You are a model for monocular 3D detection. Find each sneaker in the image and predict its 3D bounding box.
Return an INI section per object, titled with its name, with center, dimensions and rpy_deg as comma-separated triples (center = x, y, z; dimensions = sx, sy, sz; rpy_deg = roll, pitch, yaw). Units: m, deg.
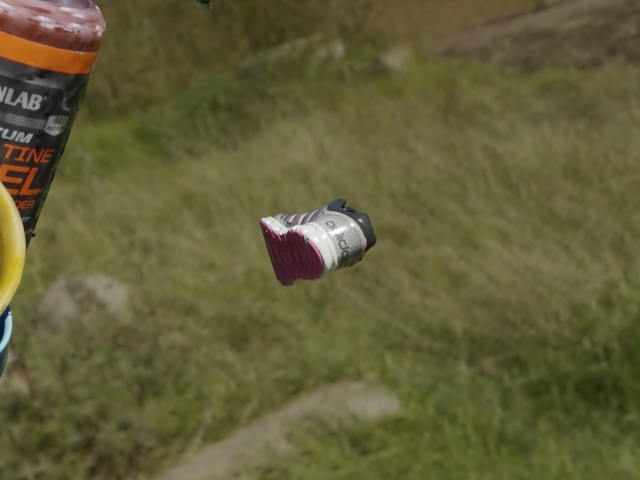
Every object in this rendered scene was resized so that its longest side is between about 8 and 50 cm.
[sneaker]
center = 0.000, 0.000, 1.561
dimensions = 0.074, 0.063, 0.170
rpy_deg = -21, 6, -17

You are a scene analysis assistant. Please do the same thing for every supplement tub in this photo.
[supplement tub]
center = -0.169, -0.072, 0.870
dimensions = 0.106, 0.198, 0.106
rpy_deg = 21, 14, -5

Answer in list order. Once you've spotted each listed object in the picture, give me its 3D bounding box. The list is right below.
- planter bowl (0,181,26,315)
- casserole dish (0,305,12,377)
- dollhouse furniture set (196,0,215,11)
[planter bowl]
center = -0.220, 0.033, 0.660
dimensions = 0.217, 0.090, 0.217
rpy_deg = 8, 32, -5
[casserole dish]
center = -0.223, 0.036, 0.940
dimensions = 0.114, 0.037, 0.188
rpy_deg = -18, 39, -13
[dollhouse furniture set]
center = -0.118, -0.355, 1.395
dimensions = 0.151, 0.302, 0.197
rpy_deg = 16, 13, -18
